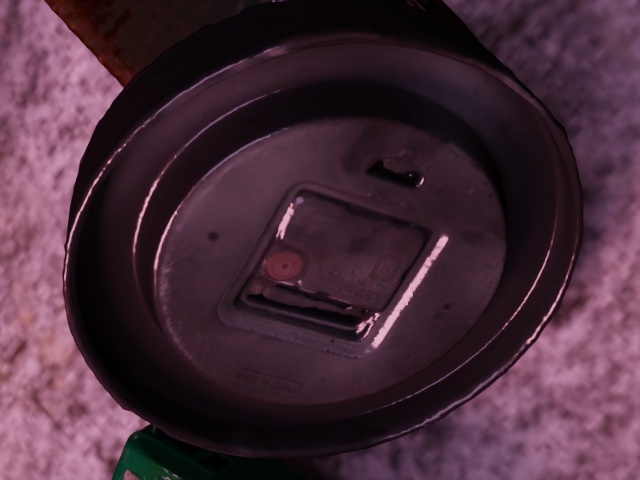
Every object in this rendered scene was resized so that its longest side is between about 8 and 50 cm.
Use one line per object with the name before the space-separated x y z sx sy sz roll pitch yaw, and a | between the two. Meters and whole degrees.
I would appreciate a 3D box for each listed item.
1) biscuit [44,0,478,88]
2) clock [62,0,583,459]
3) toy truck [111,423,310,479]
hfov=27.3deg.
biscuit | -0.059 -0.123 0.523 0.252 0.070 0.106 47 109 11
clock | 0.000 0.000 0.468 0.184 0.184 0.040 -46 34 20
toy truck | -0.019 0.123 0.528 0.147 0.079 0.065 27 105 20
